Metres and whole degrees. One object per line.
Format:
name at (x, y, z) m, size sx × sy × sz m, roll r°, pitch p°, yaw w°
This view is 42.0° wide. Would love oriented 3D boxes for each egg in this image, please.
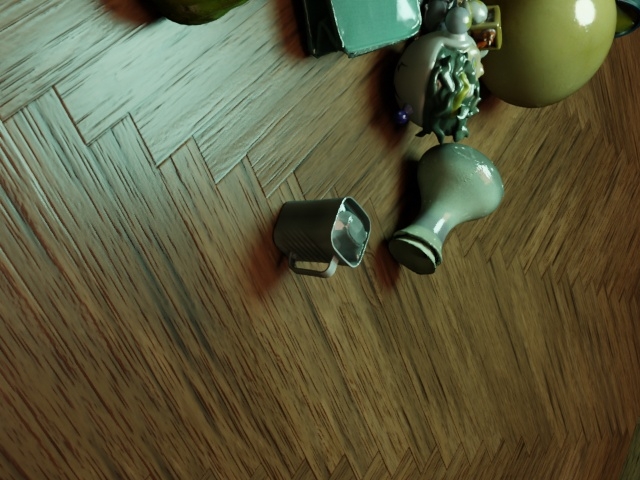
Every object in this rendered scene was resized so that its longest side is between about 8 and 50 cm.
egg at (0.471, -0.450, 1.802) m, size 0.374 × 0.301 × 0.301 m, roll 110°, pitch 2°, yaw -64°

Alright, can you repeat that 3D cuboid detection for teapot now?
teapot at (0.237, -0.062, 1.632) m, size 0.251 × 0.183 × 0.183 m, roll -54°, pitch 133°, yaw -22°

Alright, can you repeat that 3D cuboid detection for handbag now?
handbag at (0.053, -0.460, 1.422) m, size 0.268 × 0.100 × 0.274 m, roll -32°, pitch 115°, yaw -45°

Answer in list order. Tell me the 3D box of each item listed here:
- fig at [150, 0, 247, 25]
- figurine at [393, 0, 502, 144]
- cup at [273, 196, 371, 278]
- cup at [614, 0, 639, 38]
fig at (-0.155, -0.343, 1.086) m, size 0.123 × 0.156 × 0.123 m, roll -16°, pitch 110°, yaw -54°
figurine at (0.252, -0.362, 1.625) m, size 0.261 × 0.186 × 0.382 m, roll 60°, pitch 39°, yaw -50°
cup at (0.000, 0.000, 1.327) m, size 0.095 × 0.129 × 0.128 m, roll 44°, pitch 57°, yaw -44°
cup at (0.729, -0.726, 2.202) m, size 0.308 × 0.242 × 0.292 m, roll 33°, pitch 62°, yaw -63°
